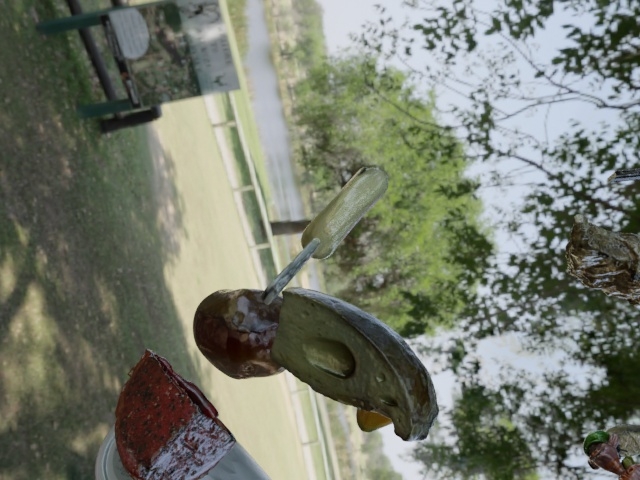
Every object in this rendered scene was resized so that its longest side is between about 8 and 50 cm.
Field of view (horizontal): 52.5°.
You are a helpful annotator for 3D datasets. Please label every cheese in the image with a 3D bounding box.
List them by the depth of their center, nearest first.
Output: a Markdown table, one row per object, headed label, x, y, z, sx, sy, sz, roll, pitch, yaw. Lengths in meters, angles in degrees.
| label | x | y | z | sx | sy | sz | roll | pitch | yaw |
| --- | --- | --- | --- | --- | --- | --- | --- | --- | --- |
| cheese | -0.001 | -0.001 | 0.863 | 0.235 | 0.050 | 0.127 | -48 | 179 | -38 |

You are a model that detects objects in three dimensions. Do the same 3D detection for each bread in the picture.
| label | x | y | z | sx | sy | sz | roll | pitch | yaw |
| --- | --- | --- | --- | --- | --- | --- | --- | --- | --- |
| bread | 0.649 | 0.427 | 1.397 | 0.053 | 0.214 | 0.073 | 23 | -77 | 53 |

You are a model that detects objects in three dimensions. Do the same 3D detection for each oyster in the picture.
| label | x | y | z | sx | sy | sz | roll | pitch | yaw |
| --- | --- | --- | --- | --- | --- | --- | --- | --- | --- |
| oyster | 0.721 | 0.077 | 1.611 | 0.204 | 0.396 | 0.111 | -50 | -162 | 45 |

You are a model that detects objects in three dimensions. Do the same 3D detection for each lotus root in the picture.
| label | x | y | z | sx | sy | sz | roll | pitch | yaw |
| --- | --- | --- | --- | --- | --- | --- | --- | --- | --- |
| lotus root | 0.058 | 0.176 | 1.038 | 0.141 | 0.314 | 0.210 | -67 | 165 | 9 |

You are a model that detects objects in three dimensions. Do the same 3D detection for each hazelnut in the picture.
| label | x | y | z | sx | sy | sz | roll | pitch | yaw |
| --- | --- | --- | --- | --- | --- | --- | --- | --- | --- |
| hazelnut | -0.160 | 0.208 | 1.442 | 0.217 | 0.252 | 0.217 | 1 | 90 | -83 |

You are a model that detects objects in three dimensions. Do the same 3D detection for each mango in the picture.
| label | x | y | z | sx | sy | sz | roll | pitch | yaw |
| --- | --- | --- | --- | --- | --- | --- | --- | --- | --- |
| mango | 0.157 | 0.395 | 1.592 | 0.089 | 0.165 | 0.115 | 35 | 29 | -40 |

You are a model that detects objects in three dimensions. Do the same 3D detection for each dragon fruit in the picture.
| label | x | y | z | sx | sy | sz | roll | pitch | yaw |
| --- | --- | --- | --- | --- | --- | --- | --- | --- | --- |
| dragon fruit | -0.207 | 0.240 | 0.857 | 0.161 | 0.127 | 0.120 | 40 | -20 | 37 |

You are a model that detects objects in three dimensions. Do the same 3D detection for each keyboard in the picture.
| label | x | y | z | sx | sy | sz | roll | pitch | yaw |
| --- | --- | --- | --- | --- | --- | --- | --- | --- | --- |
| keyboard | 0.764 | -0.150 | 1.415 | 0.087 | 0.251 | 0.017 | 30 | 56 | -77 |

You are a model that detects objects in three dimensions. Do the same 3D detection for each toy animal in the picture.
| label | x | y | z | sx | sy | sz | roll | pitch | yaw |
| --- | --- | --- | --- | --- | --- | --- | --- | --- | --- |
| toy animal | 0.564 | 0.416 | 1.164 | 0.208 | 0.103 | 0.100 | -175 | -77 | -76 |

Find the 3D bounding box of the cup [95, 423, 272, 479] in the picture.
| label | x | y | z | sx | sy | sz | roll | pitch | yaw |
| --- | --- | --- | --- | --- | --- | --- | --- | --- | --- |
| cup | -0.235 | 0.472 | 1.214 | 0.253 | 0.254 | 0.371 | -99 | 171 | -46 |
